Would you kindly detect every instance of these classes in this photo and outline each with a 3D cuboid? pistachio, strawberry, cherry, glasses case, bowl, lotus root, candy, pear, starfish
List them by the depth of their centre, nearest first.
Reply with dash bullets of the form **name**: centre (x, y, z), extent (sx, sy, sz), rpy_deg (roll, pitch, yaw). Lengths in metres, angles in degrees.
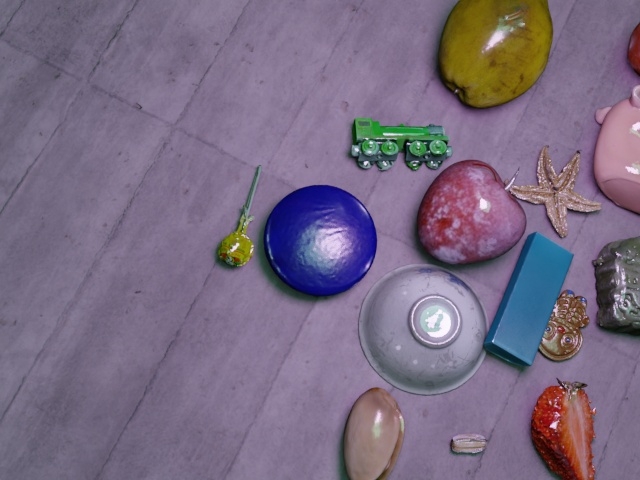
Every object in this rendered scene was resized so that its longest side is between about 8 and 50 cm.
- **pistachio**: centre (0.114, 0.433, 1.755), extent (0.144, 0.144, 0.215), rpy_deg (15, 81, 0)
- **strawberry**: centre (0.538, 0.434, 1.801), extent (0.175, 0.106, 0.236), rpy_deg (19, 74, -37)
- **bowl**: centre (0.248, 0.190, 1.810), extent (0.313, 0.146, 0.313), rpy_deg (1, 76, -3)
- **lotus root**: centre (0.337, 0.461, 1.811), extent (0.083, 0.030, 0.037), rpy_deg (0, 108, -1)
- **cherry**: centre (0.359, -0.067, 1.845), extent (0.285, 0.213, 0.236), rpy_deg (-44, 55, 10)
- **glasses case**: centre (0.486, 0.137, 1.865), extent (0.117, 0.070, 0.301), rpy_deg (31, 69, -8)
- **candy**: centre (-0.176, -0.061, 1.891), extent (0.077, 0.073, 0.262), rpy_deg (21, 68, -18)
- **pear**: centre (0.426, -0.479, 1.931), extent (0.269, 0.269, 0.321), rpy_deg (36, 90, 5)
- **starfish**: centre (0.572, -0.125, 1.956), extent (0.240, 0.043, 0.227), rpy_deg (11, 74, 2)

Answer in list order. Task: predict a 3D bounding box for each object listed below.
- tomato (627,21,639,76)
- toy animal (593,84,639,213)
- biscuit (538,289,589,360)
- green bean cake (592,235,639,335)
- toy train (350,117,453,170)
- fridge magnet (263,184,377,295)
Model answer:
- **tomato**: centre (0.866, -0.478, 1.999), extent (0.214, 0.155, 0.181), rpy_deg (24, 92, -18)
- **toy animal**: centre (0.771, -0.213, 1.916), extent (0.213, 0.195, 0.256), rpy_deg (19, 73, -7)
- **biscuit**: centre (0.573, 0.200, 1.889), extent (0.124, 0.026, 0.175), rpy_deg (27, 77, 2)
- **green bean cake**: centre (0.763, 0.108, 1.878), extent (0.222, 0.125, 0.227), rpy_deg (9, 72, -2)
- **toy train**: centre (0.196, -0.239, 1.944), extent (0.251, 0.085, 0.119), rpy_deg (-1, 62, -7)
- **fridge magnet**: centre (0.000, 0.000, 1.855), extent (0.265, 0.113, 0.265), rpy_deg (1, 76, -3)
